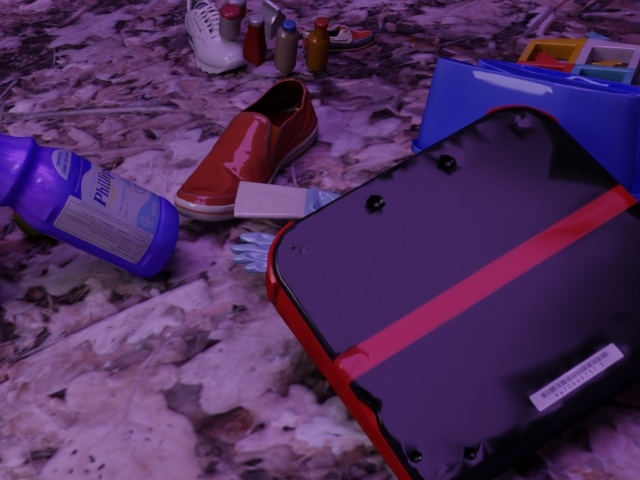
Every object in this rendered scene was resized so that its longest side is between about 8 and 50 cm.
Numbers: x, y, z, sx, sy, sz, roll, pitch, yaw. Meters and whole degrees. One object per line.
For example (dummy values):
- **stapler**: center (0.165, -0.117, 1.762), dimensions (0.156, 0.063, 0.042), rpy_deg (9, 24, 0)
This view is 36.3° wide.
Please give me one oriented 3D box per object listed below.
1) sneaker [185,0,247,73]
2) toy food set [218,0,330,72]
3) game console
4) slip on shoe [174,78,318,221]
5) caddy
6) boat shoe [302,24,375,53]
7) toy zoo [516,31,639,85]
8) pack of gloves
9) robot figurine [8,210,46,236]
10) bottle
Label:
- **sneaker**: center (-0.205, -0.388, 1.828), dimensions (0.090, 0.095, 0.235), rpy_deg (-17, 38, -18)
- **toy food set**: center (-0.094, -0.384, 1.724), dimensions (0.232, 0.105, 0.111), rpy_deg (40, 58, 20)
- **game console**: center (0.169, 0.044, 1.010), dimensions (0.386, 0.060, 0.342), rpy_deg (-30, 63, -14)
- **slip on shoe**: center (-0.107, -0.134, 1.420), dimensions (0.123, 0.101, 0.331), rpy_deg (14, 40, 26)
- **caddy**: center (0.282, -0.127, 1.267), dimensions (0.341, 0.179, 0.241), rpy_deg (20, 20, 35)
- **boat shoe**: center (0.034, -0.376, 1.807), dimensions (0.136, 0.043, 0.049), rpy_deg (-8, 31, -2)
- **toy zoo**: center (0.410, -0.268, 1.581), dimensions (0.192, 0.030, 0.293), rpy_deg (8, 36, 23)
- **pack of gloves**: center (0.000, 0.000, 1.263), dimensions (0.231, 0.046, 0.195), rpy_deg (4, 35, -1)
- **robot figurine**: center (-0.373, -0.042, 1.363), dimensions (0.115, 0.067, 0.101), rpy_deg (-11, 6, -5)
- **bottle**: center (-0.314, -0.055, 1.210), dimensions (0.282, 0.092, 0.118), rpy_deg (28, 25, -24)
